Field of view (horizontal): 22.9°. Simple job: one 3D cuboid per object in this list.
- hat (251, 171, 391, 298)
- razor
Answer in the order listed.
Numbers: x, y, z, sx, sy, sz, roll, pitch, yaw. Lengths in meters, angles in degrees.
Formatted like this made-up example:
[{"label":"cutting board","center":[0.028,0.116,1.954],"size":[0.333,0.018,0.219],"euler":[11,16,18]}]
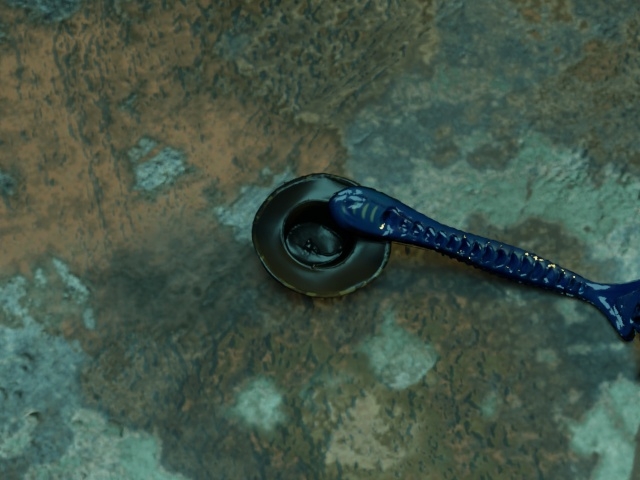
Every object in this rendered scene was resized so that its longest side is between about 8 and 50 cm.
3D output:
[{"label":"hat","center":[0.000,0.000,1.362],"size":[0.121,0.050,0.121],"euler":[1,78,-6]},{"label":"razor","center":[0.159,0.021,1.344],"size":[0.324,0.056,0.093],"euler":[20,97,-2]}]
